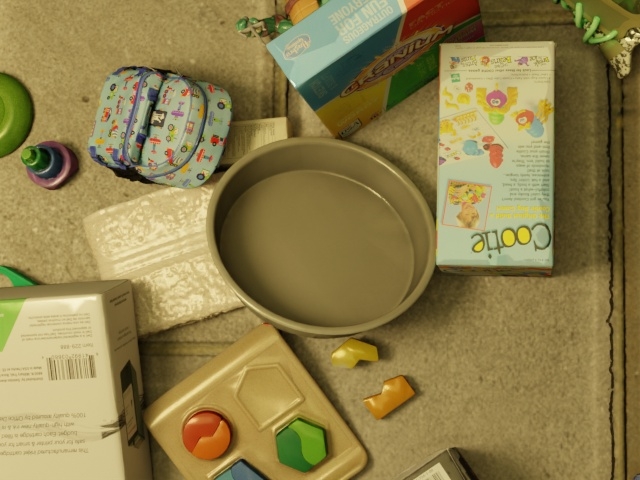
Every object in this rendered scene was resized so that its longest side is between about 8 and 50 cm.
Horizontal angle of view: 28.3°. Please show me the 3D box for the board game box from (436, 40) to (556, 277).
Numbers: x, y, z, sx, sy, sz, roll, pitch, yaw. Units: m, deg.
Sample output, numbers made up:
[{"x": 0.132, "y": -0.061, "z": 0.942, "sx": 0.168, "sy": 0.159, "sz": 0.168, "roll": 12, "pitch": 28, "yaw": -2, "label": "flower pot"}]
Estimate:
[{"x": 0.221, "y": -0.097, "z": 1.589, "sx": 0.144, "sy": 0.142, "sz": 0.275, "roll": 1, "pitch": 83, "yaw": 9, "label": "board game box"}]

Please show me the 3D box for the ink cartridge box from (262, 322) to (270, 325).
[{"x": -0.032, "y": 0.096, "z": 1.622, "sx": 0.063, "sy": 0.115, "sz": 0.029, "roll": 8, "pitch": 91, "yaw": 11, "label": "ink cartridge box"}]

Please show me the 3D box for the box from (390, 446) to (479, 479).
[{"x": 0.104, "y": 0.382, "z": 1.550, "sx": 0.247, "sy": 0.142, "sz": 0.163, "roll": -35, "pitch": 77, "yaw": 3, "label": "box"}]

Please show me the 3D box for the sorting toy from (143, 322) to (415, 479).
[{"x": -0.046, "y": 0.226, "z": 1.630, "sx": 0.307, "sy": 0.041, "sz": 0.229, "roll": -36, "pitch": 88, "yaw": 3, "label": "sorting toy"}]

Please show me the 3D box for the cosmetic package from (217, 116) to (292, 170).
[{"x": -0.096, "y": -0.129, "z": 1.702, "sx": 0.115, "sy": 0.041, "sz": 0.060, "roll": -2, "pitch": 81, "yaw": 10, "label": "cosmetic package"}]

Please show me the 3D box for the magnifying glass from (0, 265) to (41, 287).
[{"x": -0.385, "y": 0.080, "z": 1.717, "sx": 0.231, "sy": 0.026, "sz": 0.092, "roll": 0, "pitch": 86, "yaw": 22, "label": "magnifying glass"}]

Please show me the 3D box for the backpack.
[{"x": -0.202, "y": -0.148, "z": 1.655, "sx": 0.173, "sy": 0.117, "sz": 0.158, "roll": 13, "pitch": 84, "yaw": 45, "label": "backpack"}]

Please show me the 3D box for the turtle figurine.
[{"x": -0.028, "y": -0.315, "z": 1.662, "sx": 0.175, "sy": 0.118, "sz": 0.234, "roll": -29, "pitch": 63, "yaw": 20, "label": "turtle figurine"}]

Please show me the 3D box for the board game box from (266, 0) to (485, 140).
[{"x": 0.079, "y": -0.240, "z": 1.545, "sx": 0.242, "sy": 0.316, "sz": 0.064, "roll": -34, "pitch": 79, "yaw": 5, "label": "board game box"}]

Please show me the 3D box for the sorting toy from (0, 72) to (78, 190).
[{"x": -0.495, "y": -0.198, "z": 1.740, "sx": 0.365, "sy": 0.126, "sz": 0.127, "roll": 38, "pitch": 90, "yaw": 13, "label": "sorting toy"}]

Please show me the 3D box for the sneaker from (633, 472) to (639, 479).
[{"x": 0.385, "y": 0.392, "z": 1.531, "sx": 0.087, "sy": 0.083, "sz": 0.221, "roll": -2, "pitch": 79, "yaw": 18, "label": "sneaker"}]

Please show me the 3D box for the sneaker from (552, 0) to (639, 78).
[{"x": 0.365, "y": -0.299, "z": 1.601, "sx": 0.410, "sy": 0.158, "sz": 0.182, "roll": 13, "pitch": 103, "yaw": 16, "label": "sneaker"}]

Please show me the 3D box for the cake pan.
[{"x": 0.000, "y": 0.000, "z": 1.600, "sx": 0.293, "sy": 0.054, "sz": 0.293, "roll": 5, "pitch": 58, "yaw": -7, "label": "cake pan"}]

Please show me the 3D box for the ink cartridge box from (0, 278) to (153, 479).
[{"x": -0.343, "y": 0.206, "z": 1.631, "sx": 0.211, "sy": 0.121, "sz": 0.289, "roll": -4, "pitch": 97, "yaw": 10, "label": "ink cartridge box"}]

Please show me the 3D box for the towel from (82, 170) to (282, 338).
[{"x": -0.169, "y": 0.017, "z": 1.693, "sx": 0.282, "sy": 0.049, "sz": 0.187, "roll": -17, "pitch": 79, "yaw": 8, "label": "towel"}]
